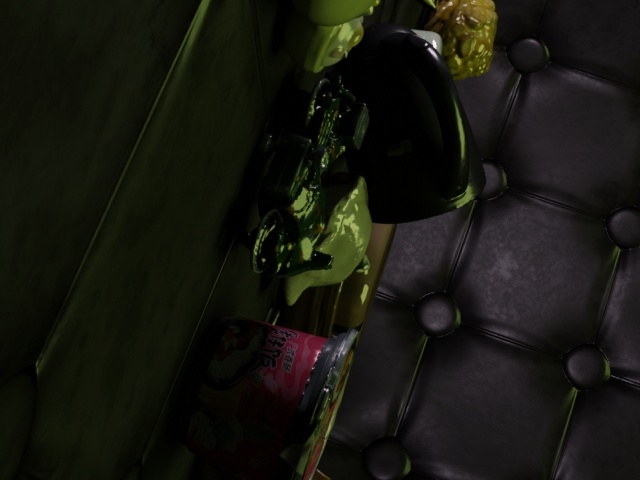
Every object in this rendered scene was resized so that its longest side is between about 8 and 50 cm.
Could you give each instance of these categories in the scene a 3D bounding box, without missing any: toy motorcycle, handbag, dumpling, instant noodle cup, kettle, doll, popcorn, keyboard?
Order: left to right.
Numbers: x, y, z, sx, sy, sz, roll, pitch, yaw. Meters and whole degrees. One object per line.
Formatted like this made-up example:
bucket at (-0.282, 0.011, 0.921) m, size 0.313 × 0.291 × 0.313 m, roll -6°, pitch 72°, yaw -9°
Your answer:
instant noodle cup at (-0.076, 0.209, 1.488) m, size 0.302 × 0.181 × 0.258 m, roll 97°, pitch 14°, yaw -62°
keyboard at (-0.072, 0.152, 2.049) m, size 0.198 × 0.010 × 0.064 m, roll 39°, pitch 72°, yaw -82°
toy motorcycle at (-0.021, -0.068, 1.437) m, size 0.187 × 0.124 × 0.275 m, roll 62°, pitch 47°, yaw -68°
dumpling at (0.000, 0.000, 1.743) m, size 0.250 × 0.132 × 0.162 m, roll -53°, pitch -169°, yaw 37°
doll at (0.020, -0.267, 1.215) m, size 0.296 × 0.117 × 0.141 m, roll 93°, pitch 21°, yaw -65°
handbag at (0.043, 0.016, 2.004) m, size 0.283 × 0.149 × 0.302 m, roll 93°, pitch 17°, yaw -55°
kettle at (0.140, -0.189, 1.746) m, size 0.268 × 0.207 × 0.290 m, roll 22°, pitch -48°, yaw 60°
popcorn at (0.327, -0.492, 2.724) m, size 0.250 × 0.190 × 0.250 m, roll 10°, pitch 90°, yaw -74°

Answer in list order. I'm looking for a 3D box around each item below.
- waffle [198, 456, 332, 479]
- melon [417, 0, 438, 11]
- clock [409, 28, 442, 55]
waffle at (-0.092, 0.422, 1.801) m, size 0.098 × 0.224 × 0.328 m, roll -46°, pitch 160°, yaw -31°
melon at (0.199, -0.517, 2.128) m, size 0.128 × 0.079 × 0.160 m, roll -104°, pitch -152°, yaw -69°
clock at (0.182, -0.259, 2.368) m, size 0.324 × 0.108 × 0.265 m, roll 83°, pitch 15°, yaw -71°
